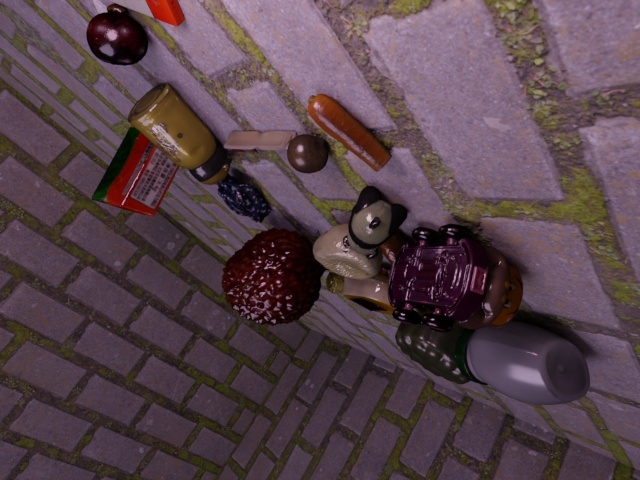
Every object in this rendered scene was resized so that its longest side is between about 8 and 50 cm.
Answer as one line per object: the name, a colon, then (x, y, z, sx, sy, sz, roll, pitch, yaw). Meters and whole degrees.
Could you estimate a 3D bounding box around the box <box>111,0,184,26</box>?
box: (-0.430, -0.582, 0.962, 0.245, 0.035, 0.139, 28, 161, 16)

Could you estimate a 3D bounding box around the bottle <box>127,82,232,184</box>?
bottle: (-0.444, -0.326, 1.413, 0.172, 0.171, 0.351, 14, 153, 45)

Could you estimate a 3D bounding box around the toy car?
toy car: (0.355, 0.115, 1.139, 0.241, 0.271, 0.341, 19, 172, -25)

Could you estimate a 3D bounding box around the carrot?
carrot: (0.062, -0.245, 0.954, 0.225, 0.067, 0.067, 37, 161, -15)

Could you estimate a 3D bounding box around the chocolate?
chocolate: (-0.752, -0.282, 1.773, 0.341, 0.360, 0.161, 15, 167, 44)

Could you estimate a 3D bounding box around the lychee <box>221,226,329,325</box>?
lychee: (-0.168, 0.146, 1.805, 0.424, 0.500, 0.424, 165, 90, -86)

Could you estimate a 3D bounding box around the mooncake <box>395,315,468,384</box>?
mooncake: (0.485, 0.435, 1.768, 0.357, 0.194, 0.356, 29, 160, 11)

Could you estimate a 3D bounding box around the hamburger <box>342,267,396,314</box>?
hamburger: (0.218, 0.189, 1.665, 0.227, 0.151, 0.295, 36, 158, -28)

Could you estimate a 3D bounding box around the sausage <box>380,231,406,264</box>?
sausage: (0.291, 0.079, 1.335, 0.302, 0.102, 0.076, 39, 128, -20)

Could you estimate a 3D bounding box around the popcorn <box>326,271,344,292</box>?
popcorn: (0.079, 0.193, 1.984, 0.106, 0.116, 0.120, 3, 114, 1)

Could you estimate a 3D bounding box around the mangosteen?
mangosteen: (-0.527, -0.532, 1.108, 0.153, 0.152, 0.152, 30, 161, 11)

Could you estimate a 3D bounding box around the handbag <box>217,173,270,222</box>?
handbag: (-0.311, -0.164, 1.704, 0.162, 0.113, 0.260, 33, 170, 23)

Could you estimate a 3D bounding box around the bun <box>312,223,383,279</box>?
bun: (0.100, 0.029, 1.444, 0.259, 0.159, 0.259, 14, 159, 6)

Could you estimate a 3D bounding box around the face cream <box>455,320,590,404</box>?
face cream: (0.623, 0.382, 1.357, 0.312, 0.219, 0.357, 38, 162, -14)

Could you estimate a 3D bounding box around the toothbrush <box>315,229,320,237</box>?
toothbrush: (0.000, 0.000, 1.750, 0.011, 0.014, 0.167, 34, 164, 27)

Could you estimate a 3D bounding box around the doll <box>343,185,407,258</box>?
doll: (0.141, -0.043, 1.199, 0.144, 0.135, 0.234, 33, 156, 4)

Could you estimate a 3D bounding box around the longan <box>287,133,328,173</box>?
longan: (-0.032, -0.227, 1.114, 0.114, 0.092, 0.113, 5, 117, 10)

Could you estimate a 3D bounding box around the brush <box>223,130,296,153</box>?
brush: (-0.178, -0.287, 1.258, 0.321, 0.060, 0.050, 14, 166, 46)
